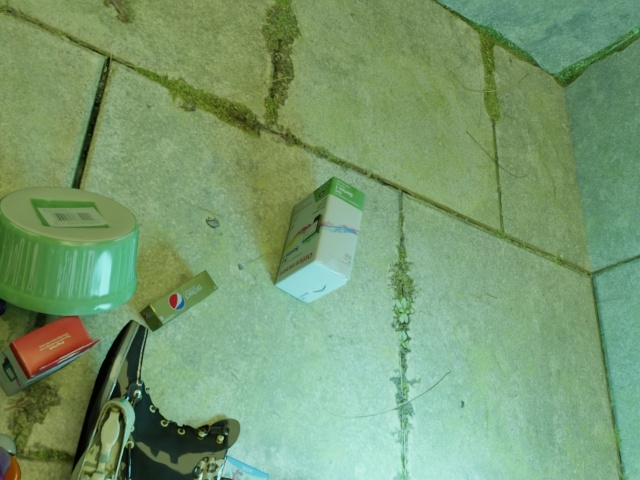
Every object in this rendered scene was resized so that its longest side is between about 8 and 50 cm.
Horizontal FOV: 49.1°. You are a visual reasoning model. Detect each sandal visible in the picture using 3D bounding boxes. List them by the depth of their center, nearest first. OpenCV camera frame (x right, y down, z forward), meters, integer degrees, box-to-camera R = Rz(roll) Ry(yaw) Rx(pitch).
[{"bbox_3d":[-0.249,0.449,1.571,0.179,0.040,0.067,-13,76,-41],"label":"sandal"}]

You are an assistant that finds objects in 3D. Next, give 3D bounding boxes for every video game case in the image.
[{"bbox_3d":[-0.187,0.584,1.570,0.119,0.015,0.166,32,52,-21],"label":"video game case"}]

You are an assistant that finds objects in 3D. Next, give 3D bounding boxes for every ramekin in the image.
[{"bbox_3d":[-0.511,0.008,1.405,0.303,0.148,0.303,15,22,-6],"label":"ramekin"}]

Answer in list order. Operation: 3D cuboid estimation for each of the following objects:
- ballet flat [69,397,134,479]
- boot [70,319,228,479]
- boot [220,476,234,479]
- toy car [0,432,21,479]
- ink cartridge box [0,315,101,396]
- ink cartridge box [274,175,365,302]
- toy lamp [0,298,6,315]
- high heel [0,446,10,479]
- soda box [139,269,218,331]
[{"bbox_3d":[-0.406,0.411,1.291,0.086,0.086,0.249,23,67,-28],"label":"ballet flat"},{"bbox_3d":[-0.334,0.377,1.454,0.284,0.138,0.378,19,61,-21],"label":"boot"},{"bbox_3d":[-0.243,0.551,1.515,0.114,0.037,0.106,24,46,-12],"label":"boot"},{"bbox_3d":[-0.621,0.411,1.234,0.182,0.136,0.159,20,58,-30],"label":"toy car"},{"bbox_3d":[-0.527,0.214,1.341,0.134,0.231,0.078,-29,88,-43],"label":"ink cartridge box"},{"bbox_3d":[0.000,0.000,1.880,0.117,0.201,0.278,29,54,-23],"label":"ink cartridge box"},{"bbox_3d":[-0.591,0.101,1.452,0.274,0.080,0.080,-13,77,-41],"label":"toy lamp"},{"bbox_3d":[-0.669,0.433,1.064,0.377,0.181,0.127,-28,101,-9],"label":"high heel"},{"bbox_3d":[-0.329,0.140,1.648,0.181,0.061,0.058,-35,91,-43],"label":"soda box"}]
